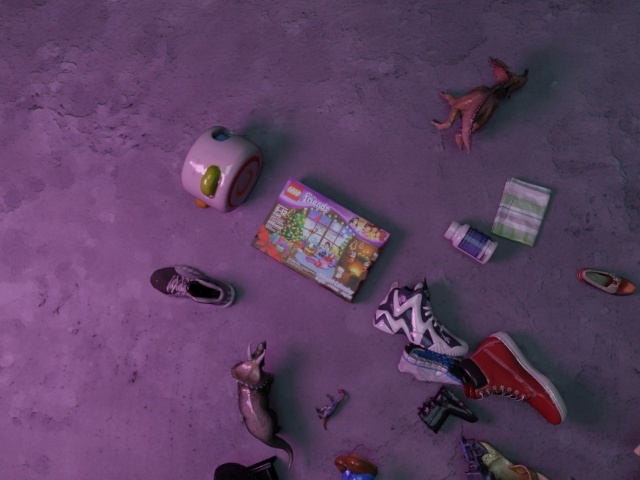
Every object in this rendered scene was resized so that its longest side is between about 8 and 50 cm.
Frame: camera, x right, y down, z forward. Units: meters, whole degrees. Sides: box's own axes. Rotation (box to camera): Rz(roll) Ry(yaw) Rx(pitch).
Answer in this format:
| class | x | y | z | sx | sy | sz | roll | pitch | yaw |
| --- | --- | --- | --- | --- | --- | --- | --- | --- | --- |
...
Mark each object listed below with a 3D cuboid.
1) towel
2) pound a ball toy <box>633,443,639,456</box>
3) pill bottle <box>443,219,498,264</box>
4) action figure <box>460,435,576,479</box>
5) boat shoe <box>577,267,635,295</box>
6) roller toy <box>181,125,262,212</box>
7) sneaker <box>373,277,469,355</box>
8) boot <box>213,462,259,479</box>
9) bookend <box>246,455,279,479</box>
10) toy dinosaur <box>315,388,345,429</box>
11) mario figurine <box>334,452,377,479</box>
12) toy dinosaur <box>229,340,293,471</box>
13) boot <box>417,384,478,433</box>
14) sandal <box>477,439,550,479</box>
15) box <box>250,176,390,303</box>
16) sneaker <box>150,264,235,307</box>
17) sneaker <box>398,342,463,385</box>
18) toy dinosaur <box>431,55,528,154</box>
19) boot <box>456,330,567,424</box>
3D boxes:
| class | x | y | z | sx | sy | sz | roll | pitch | yaw |
| --- | --- | --- | --- | --- | --- | --- | --- | --- | --- |
| towel | 0.498 | -0.072 | 1.432 | 0.113 | 0.023 | 0.152 | 19 | 85 | 9 |
| pound a ball toy | 0.785 | 0.532 | 1.282 | 0.319 | 0.136 | 0.208 | -42 | 55 | -1 |
| pill bottle | 0.367 | 0.001 | 1.414 | 0.120 | 0.067 | 0.067 | 33 | 87 | 9 |
| action figure | 0.396 | 0.600 | 1.236 | 0.330 | 0.178 | 0.341 | -28 | 87 | 34 |
| boat shoe | 0.687 | 0.099 | 1.379 | 0.137 | 0.043 | 0.049 | 18 | 83 | 7 |
| roller toy | -0.250 | -0.180 | 1.444 | 0.146 | 0.209 | 0.191 | 29 | 73 | 10 |
| sneaker | 0.258 | 0.174 | 1.387 | 0.234 | 0.094 | 0.153 | 20 | 93 | 18 |
| boot | -0.169 | 0.649 | 1.286 | 0.246 | 0.094 | 0.207 | 26 | 111 | 41 |
| bookend | -0.157 | 0.627 | 1.382 | 0.156 | 0.072 | 0.157 | -22 | 81 | 2 |
| toy dinosaur | 0.028 | 0.406 | 1.420 | 0.082 | 0.047 | 0.090 | -23 | 114 | -6 |
| mario figurine | 0.005 | 0.626 | 1.271 | 0.170 | 0.198 | 0.321 | 10 | 56 | 26 |
| toy dinosaur | -0.150 | 0.400 | 1.368 | 0.120 | 0.160 | 0.314 | -12 | 80 | 5 |
| boot | 0.300 | 0.417 | 1.375 | 0.121 | 0.045 | 0.099 | 41 | 86 | 17 |
| sandal | 0.451 | 0.553 | 1.323 | 0.240 | 0.079 | 0.088 | 34 | 87 | 9 |
| box | 0.000 | 0.000 | 1.448 | 0.293 | 0.057 | 0.201 | 29 | 86 | 4 |
| sneaker | -0.333 | 0.109 | 1.441 | 0.228 | 0.132 | 0.086 | 11 | 84 | 7 |
| sneaker | 0.275 | 0.314 | 1.390 | 0.190 | 0.071 | 0.083 | 22 | 124 | -2 |
| toy dinosaur | 0.388 | -0.334 | 1.383 | 0.127 | 0.296 | 0.200 | 46 | 130 | -14 |
| boot | 0.428 | 0.351 | 1.318 | 0.176 | 0.088 | 0.244 | -32 | 72 | -26 |
